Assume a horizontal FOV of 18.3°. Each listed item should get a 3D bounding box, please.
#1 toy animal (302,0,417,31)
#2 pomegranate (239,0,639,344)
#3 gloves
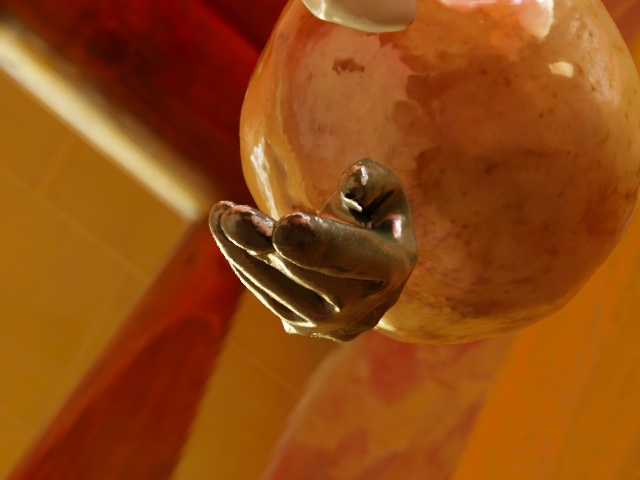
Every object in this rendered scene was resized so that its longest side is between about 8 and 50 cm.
[{"bbox_3d":[0.059,-0.266,1.222,0.265,0.206,0.272,-24,27,-17],"label":"toy animal"},{"bbox_3d":[0.131,-0.104,1.786,0.410,0.410,0.410,-29,40,28],"label":"pomegranate"},{"bbox_3d":[0.012,0.008,1.328,0.107,0.268,0.135,37,98,18],"label":"gloves"}]
